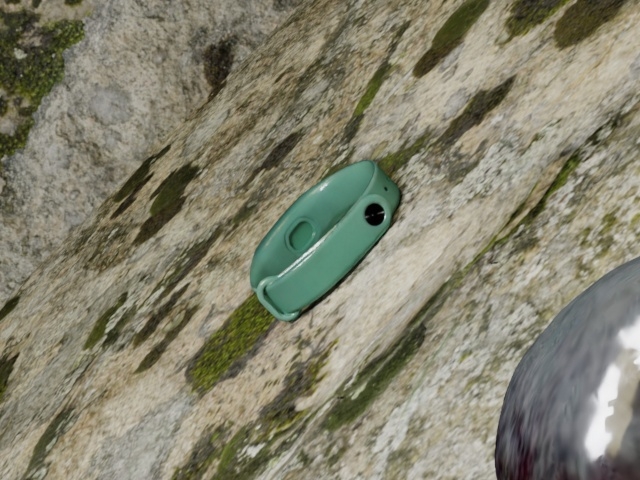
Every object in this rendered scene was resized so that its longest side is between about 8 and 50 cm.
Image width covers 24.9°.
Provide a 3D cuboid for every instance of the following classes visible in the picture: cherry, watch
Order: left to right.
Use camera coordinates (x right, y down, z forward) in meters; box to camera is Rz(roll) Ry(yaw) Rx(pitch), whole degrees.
[{"bbox_3d":[0.000,0.000,1.838,0.237,0.068,0.195,-48,20,-16],"label":"watch"},{"bbox_3d":[0.227,0.112,0.857,0.255,0.218,0.296,-57,15,-11],"label":"cherry"}]
